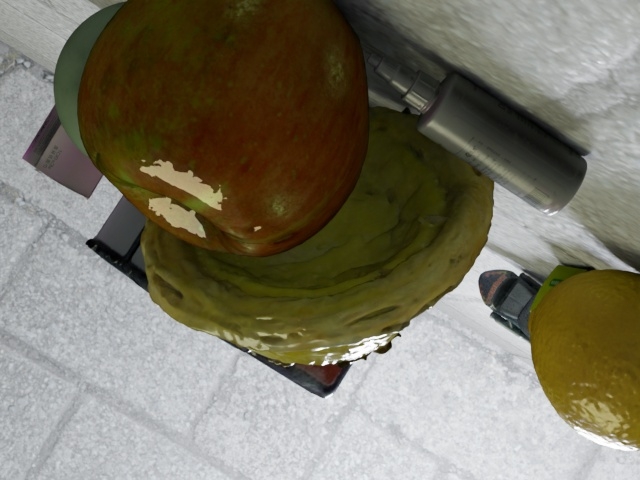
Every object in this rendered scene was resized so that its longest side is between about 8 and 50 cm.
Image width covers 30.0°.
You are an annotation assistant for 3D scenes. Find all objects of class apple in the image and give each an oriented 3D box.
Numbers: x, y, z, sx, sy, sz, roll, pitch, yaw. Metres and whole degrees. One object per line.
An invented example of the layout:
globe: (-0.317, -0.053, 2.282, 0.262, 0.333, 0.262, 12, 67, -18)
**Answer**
apple: (-0.070, -0.116, 0.987, 0.246, 0.226, 0.246, 26, 167, 6)

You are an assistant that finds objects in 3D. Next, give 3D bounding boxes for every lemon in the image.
lemon: (0.318, 0.122, 1.259, 0.244, 0.187, 0.187, 34, 179, 43)

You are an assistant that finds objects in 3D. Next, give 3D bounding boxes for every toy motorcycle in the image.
toy motorcycle: (0.338, 0.128, 1.675, 0.173, 0.108, 0.307, 35, -178, -27)

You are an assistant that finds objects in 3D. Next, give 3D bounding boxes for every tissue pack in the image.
tissue pack: (-0.313, -0.192, 1.691, 0.092, 0.246, 0.148, 31, 178, -23)

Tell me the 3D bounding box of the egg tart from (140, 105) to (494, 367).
egg tart: (0.000, 0.000, 1.119, 0.345, 0.345, 0.132, 28, 148, 39)

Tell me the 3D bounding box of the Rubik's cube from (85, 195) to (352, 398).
Rubik's cube: (-0.082, -0.013, 1.682, 0.318, 0.313, 0.316, 35, 174, -33)

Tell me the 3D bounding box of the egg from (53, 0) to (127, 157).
egg: (-0.209, -0.176, 1.400, 0.203, 0.203, 0.282, 32, 179, -9)

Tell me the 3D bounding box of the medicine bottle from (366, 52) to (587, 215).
medicine bottle: (0.121, -0.095, 0.968, 0.199, 0.058, 0.057, 32, 176, -9)

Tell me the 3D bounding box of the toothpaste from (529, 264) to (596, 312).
toothpaste: (0.422, 0.143, 1.497, 0.327, 0.077, 0.110, 32, 175, -10)
